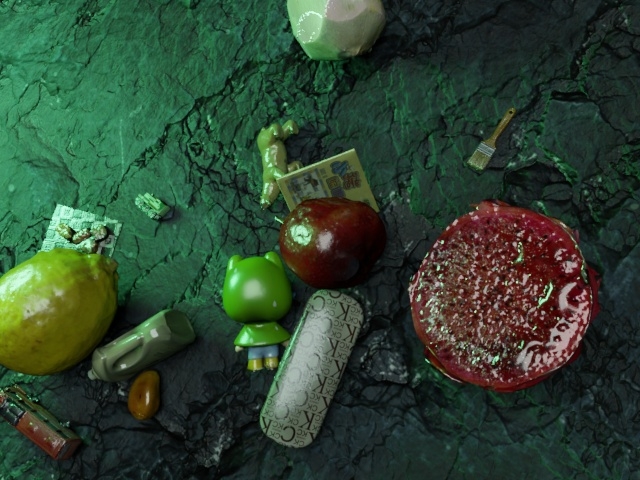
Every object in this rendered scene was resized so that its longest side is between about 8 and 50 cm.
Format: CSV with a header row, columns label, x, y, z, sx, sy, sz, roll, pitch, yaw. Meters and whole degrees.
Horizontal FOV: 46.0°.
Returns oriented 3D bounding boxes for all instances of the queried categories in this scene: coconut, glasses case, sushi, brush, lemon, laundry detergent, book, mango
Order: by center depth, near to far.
label,x,y,z,sx,sy,sz,roll,pitch,yaw
glasses case,-0.019,0.278,1.657,0.137,0.085,0.354,23,82,1
laundry detergent,-0.421,0.249,1.708,0.253,0.181,0.091,-29,78,10
lemon,-0.613,0.160,1.714,0.316,0.285,0.285,-44,70,35
book,0.017,-0.104,1.726,0.192,0.013,0.168,-21,115,7
brush,0.399,-0.236,1.733,0.043,0.014,0.170,33,84,18
mango,-0.403,0.356,1.737,0.080,0.060,0.114,9,81,29
coconut,0.037,-0.522,1.766,0.227,0.227,0.230,-15,75,8
sushi,-0.606,-0.009,1.875,0.201,0.031,0.139,14,81,14

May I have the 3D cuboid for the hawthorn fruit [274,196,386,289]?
label,x,y,z,sx,sy,sz,roll,pitch,yaw
hawthorn fruit,0.000,0.000,1.659,0.266,0.230,0.210,16,108,28

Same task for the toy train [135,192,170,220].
label,x,y,z,sx,sy,sz,roll,pitch,yaw
toy train,-0.415,-0.087,1.854,0.083,0.033,0.053,40,83,17

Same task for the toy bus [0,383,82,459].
label,x,y,z,sx,sy,sz,roll,pitch,yaw
toy bus,-0.666,0.423,1.758,0.235,0.096,0.073,32,83,15

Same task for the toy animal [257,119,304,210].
label,x,y,z,sx,sy,sz,roll,pitch,yaw
toy animal,-0.106,-0.182,1.791,0.101,0.103,0.218,-16,76,27

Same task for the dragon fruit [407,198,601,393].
label,x,y,z,sx,sy,sz,roll,pitch,yaw
dragon fruit,0.385,0.122,1.541,0.371,0.249,0.386,-9,71,25

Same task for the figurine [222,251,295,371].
label,x,y,z,sx,sy,sz,roll,pitch,yaw
figurine,-0.136,0.159,1.694,0.162,0.143,0.263,-5,88,6
